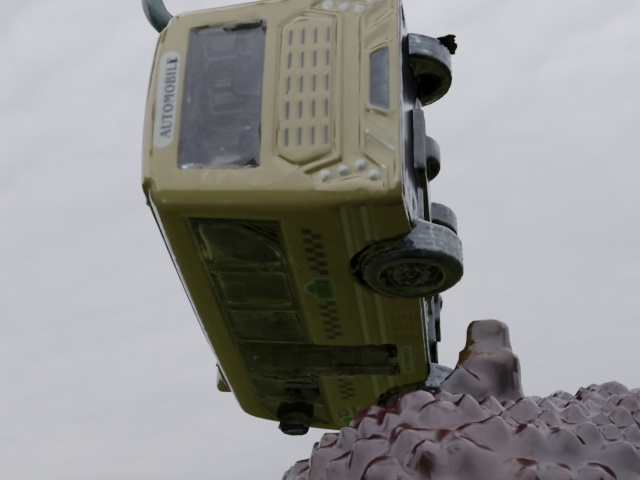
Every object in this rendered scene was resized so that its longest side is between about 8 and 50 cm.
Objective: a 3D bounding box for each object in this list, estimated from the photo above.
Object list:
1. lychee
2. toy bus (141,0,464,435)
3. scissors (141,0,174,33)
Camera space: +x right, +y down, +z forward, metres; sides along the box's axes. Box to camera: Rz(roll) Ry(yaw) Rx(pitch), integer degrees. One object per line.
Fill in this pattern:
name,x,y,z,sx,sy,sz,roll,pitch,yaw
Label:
lychee,0.089,0.186,0.588,0.275,0.304,0.276,-5,-19,-2
toy bus,0.000,0.000,0.868,0.202,0.177,0.365,-3,-31,6
scissors,0.056,-0.251,0.917,0.383,0.256,0.029,0,-19,-14
